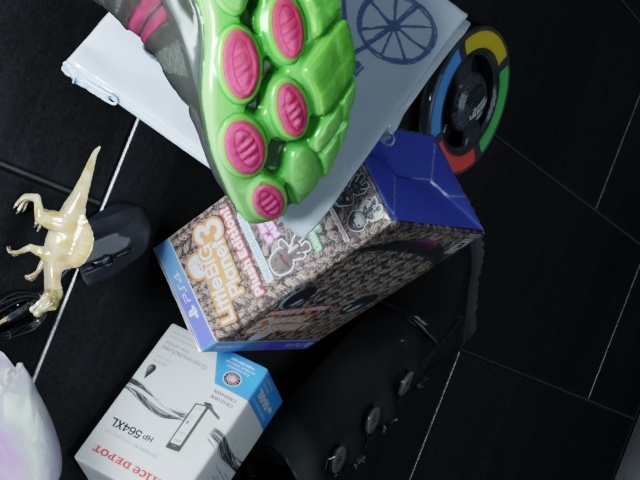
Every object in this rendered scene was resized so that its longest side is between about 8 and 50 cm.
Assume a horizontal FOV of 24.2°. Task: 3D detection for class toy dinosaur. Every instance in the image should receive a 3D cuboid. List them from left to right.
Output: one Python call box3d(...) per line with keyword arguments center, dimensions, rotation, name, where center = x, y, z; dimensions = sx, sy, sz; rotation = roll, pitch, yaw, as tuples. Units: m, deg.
box3d(center=(-0.263, -0.015, 1.516), dimensions=(0.053, 0.093, 0.183), rotation=(12, 97, -59), name="toy dinosaur")

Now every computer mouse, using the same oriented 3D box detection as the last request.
box3d(center=(-0.262, 0.037, 1.598), dimensions=(0.242, 0.041, 0.071), rotation=(-42, 140, -36), name="computer mouse")

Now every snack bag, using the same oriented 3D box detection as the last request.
box3d(center=(-0.049, -0.205, 1.579), dimensions=(0.342, 0.323, 0.037), rotation=(-56, -177, -22), name="snack bag")

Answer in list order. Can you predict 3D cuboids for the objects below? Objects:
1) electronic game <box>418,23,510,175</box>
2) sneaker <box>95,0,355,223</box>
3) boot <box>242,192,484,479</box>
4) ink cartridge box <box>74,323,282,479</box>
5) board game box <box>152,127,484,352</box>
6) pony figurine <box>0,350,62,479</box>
box3d(center=(0.214, -0.204, 2.190), dimensions=(0.229, 0.048, 0.229), rotation=(-34, 134, -45), name="electronic game")
box3d(center=(-0.116, -0.245, 1.424), dimensions=(0.185, 0.202, 0.482), rotation=(-30, 111, -24), name="sneaker")
box3d(center=(0.047, 0.149, 2.064), dimensions=(0.445, 0.146, 0.367), rotation=(-43, 138, -30), name="boot")
box3d(center=(-0.164, 0.221, 1.745), dimensions=(0.203, 0.148, 0.086), rotation=(-55, 153, -24), name="ink cartridge box")
box3d(center=(0.000, 0.000, 1.737), dimensions=(0.291, 0.141, 0.232), rotation=(-35, 161, 26), name="board game box")
box3d(center=(-0.309, 0.324, 1.462), dimensions=(0.303, 0.363, 0.351), rotation=(-39, 122, -29), name="pony figurine")
